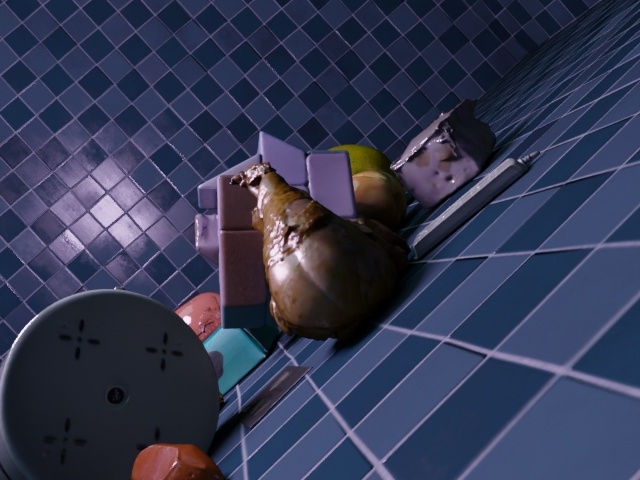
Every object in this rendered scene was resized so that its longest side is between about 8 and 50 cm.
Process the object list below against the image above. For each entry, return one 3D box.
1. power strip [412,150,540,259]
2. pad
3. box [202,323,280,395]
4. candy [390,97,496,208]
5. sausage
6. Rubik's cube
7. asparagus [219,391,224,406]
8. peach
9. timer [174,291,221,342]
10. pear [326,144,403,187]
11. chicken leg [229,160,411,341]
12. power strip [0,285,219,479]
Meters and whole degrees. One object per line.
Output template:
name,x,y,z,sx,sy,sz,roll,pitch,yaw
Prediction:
power strip,0.235,-0.058,1.125,0.252,0.027,0.060,-42,3,18
pad,-0.079,0.244,1.149,0.127,0.004,0.190,-43,3,-17
box,-0.252,0.293,1.669,0.311,0.118,0.205,-42,4,9
candy,0.263,-0.182,1.516,0.185,0.137,0.195,-41,5,37
sausage,-0.187,0.303,0.922,0.089,0.089,0.179,-44,13,-36
Rubik's cube,-0.079,-0.002,1.521,0.358,0.368,0.387,-2,-28,-7
asparagus,-0.305,0.390,1.504,0.277,0.060,0.067,-41,-3,22
peach,0.113,-0.077,1.723,0.184,0.184,0.184,-42,3,2
timer,-0.301,0.254,1.933,0.229,0.215,0.229,-42,2,2
pear,0.088,-0.138,2.031,0.294,0.294,0.294,-42,3,2
chicken leg,0.000,0.000,1.169,0.295,0.409,0.182,-2,-55,-34
power strip,-0.337,0.247,1.136,0.357,0.357,0.161,-44,5,-38
